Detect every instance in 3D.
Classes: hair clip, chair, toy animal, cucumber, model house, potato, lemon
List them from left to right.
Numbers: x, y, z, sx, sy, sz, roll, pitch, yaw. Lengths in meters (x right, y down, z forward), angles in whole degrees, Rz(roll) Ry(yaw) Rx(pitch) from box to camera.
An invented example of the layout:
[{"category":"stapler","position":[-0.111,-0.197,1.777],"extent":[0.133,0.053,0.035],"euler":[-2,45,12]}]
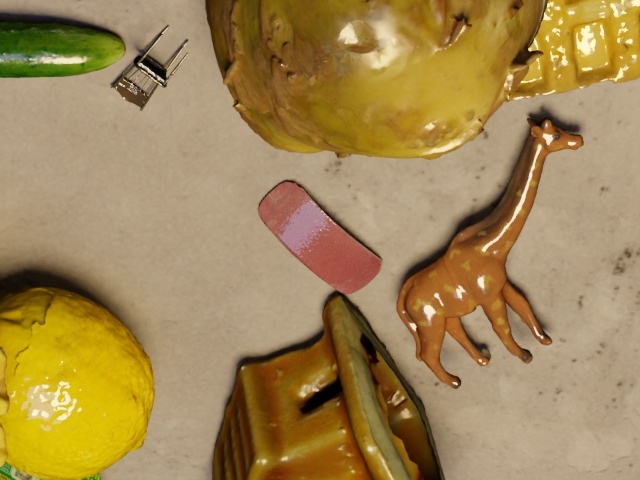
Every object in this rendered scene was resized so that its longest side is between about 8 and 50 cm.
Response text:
[{"category":"cucumber","position":[-0.299,-0.168,1.388],"extent":[0.250,0.056,0.056],"euler":[0,119,0]},{"category":"lemon","position":[-0.251,0.136,1.490],"extent":[0.193,0.181,0.181],"euler":[13,119,-19]},{"category":"chair","position":[-0.154,-0.150,1.403],"extent":[0.037,0.042,0.086],"euler":[36,113,-13]},{"category":"model house","position":[-0.009,0.235,1.523],"extent":[0.239,0.268,0.173],"euler":[-28,135,17]},{"category":"hair clip","position":[0.000,0.001,1.496],"extent":[0.054,0.022,0.137],"euler":[-41,111,18]},{"category":"potato","position":[0.013,-0.168,1.258],"extent":[0.299,0.196,0.246],"euler":[-18,107,36]},{"category":"toy animal","position":[0.169,0.014,1.478],"extent":[0.224,0.066,0.230],"euler":[-20,112,12]}]

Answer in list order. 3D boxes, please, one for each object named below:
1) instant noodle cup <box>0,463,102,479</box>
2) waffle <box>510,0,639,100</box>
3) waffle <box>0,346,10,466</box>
[{"category":"instant noodle cup","position":[-0.362,0.312,1.588],"extent":[0.207,0.207,0.232],"euler":[38,120,-19]},{"category":"waffle","position":[0.203,-0.212,1.354],"extent":[0.274,0.057,0.168],"euler":[-10,118,7]},{"category":"waffle","position":[-0.377,0.138,1.437],"extent":[0.062,0.329,0.329],"euler":[-4,130,-46]}]
